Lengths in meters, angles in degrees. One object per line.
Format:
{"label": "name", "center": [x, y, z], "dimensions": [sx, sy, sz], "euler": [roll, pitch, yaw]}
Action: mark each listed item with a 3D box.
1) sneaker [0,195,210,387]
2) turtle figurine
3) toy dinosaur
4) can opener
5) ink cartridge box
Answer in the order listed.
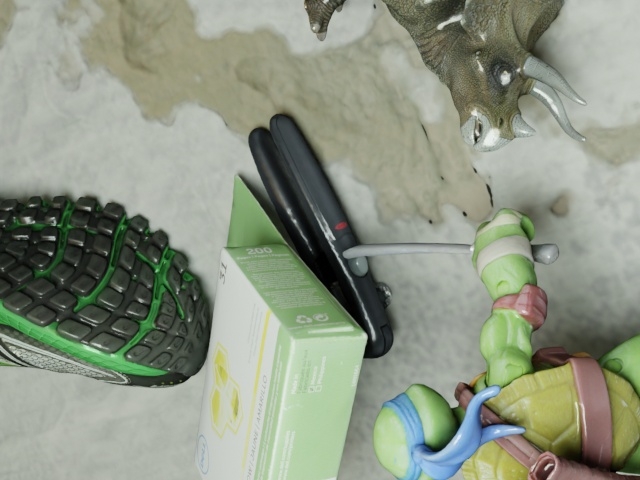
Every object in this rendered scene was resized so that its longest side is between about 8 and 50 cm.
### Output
{"label": "sneaker", "center": [-0.239, 0.044, 0.945], "dimensions": [0.343, 0.134, 0.146], "euler": [16, 133, 19]}
{"label": "turtle figurine", "center": [0.149, 0.083, 0.746], "dimensions": [0.266, 0.275, 0.198], "euler": [-2, 77, -8]}
{"label": "toy dinosaur", "center": [0.065, -0.209, 0.727], "dimensions": [0.160, 0.121, 0.314], "euler": [-6, 99, 15]}
{"label": "can opener", "center": [0.000, 0.000, 0.841], "dimensions": [0.059, 0.073, 0.186], "euler": [-19, 88, 37]}
{"label": "ink cartridge box", "center": [-0.051, 0.077, 0.804], "dimensions": [0.235, 0.056, 0.171], "euler": [-132, 46, -53]}
